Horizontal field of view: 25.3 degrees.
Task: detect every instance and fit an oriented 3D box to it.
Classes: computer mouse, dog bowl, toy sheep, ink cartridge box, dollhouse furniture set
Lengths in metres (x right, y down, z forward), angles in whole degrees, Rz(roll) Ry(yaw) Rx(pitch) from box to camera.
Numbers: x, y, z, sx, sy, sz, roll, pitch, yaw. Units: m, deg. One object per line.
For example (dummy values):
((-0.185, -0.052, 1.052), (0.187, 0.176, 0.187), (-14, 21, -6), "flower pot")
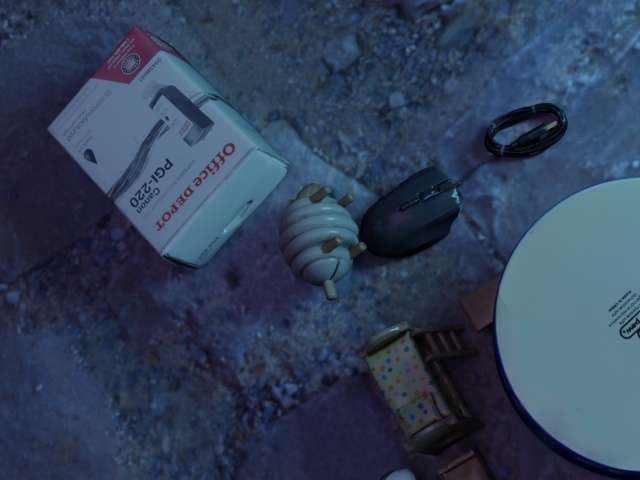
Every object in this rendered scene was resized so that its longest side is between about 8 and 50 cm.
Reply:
((0.140, -0.063, 1.428), (0.242, 0.041, 0.071), (-37, 67, 12), "computer mouse")
((0.285, 0.081, 1.270), (0.264, 0.104, 0.265), (-2, 78, 8), "dog bowl")
((0.000, 0.000, 1.450), (0.091, 0.091, 0.132), (-20, 57, 18), "toy sheep")
((-0.165, -0.099, 1.537), (0.158, 0.092, 0.218), (-48, 68, 8), "ink cartridge box")
((0.152, 0.145, 1.348), (0.161, 0.101, 0.182), (-34, 69, 14), "dollhouse furniture set")

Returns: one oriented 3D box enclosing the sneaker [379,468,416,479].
((0.145, 0.342, 1.326), (0.129, 0.111, 0.297), (-29, 76, 3), "sneaker")
